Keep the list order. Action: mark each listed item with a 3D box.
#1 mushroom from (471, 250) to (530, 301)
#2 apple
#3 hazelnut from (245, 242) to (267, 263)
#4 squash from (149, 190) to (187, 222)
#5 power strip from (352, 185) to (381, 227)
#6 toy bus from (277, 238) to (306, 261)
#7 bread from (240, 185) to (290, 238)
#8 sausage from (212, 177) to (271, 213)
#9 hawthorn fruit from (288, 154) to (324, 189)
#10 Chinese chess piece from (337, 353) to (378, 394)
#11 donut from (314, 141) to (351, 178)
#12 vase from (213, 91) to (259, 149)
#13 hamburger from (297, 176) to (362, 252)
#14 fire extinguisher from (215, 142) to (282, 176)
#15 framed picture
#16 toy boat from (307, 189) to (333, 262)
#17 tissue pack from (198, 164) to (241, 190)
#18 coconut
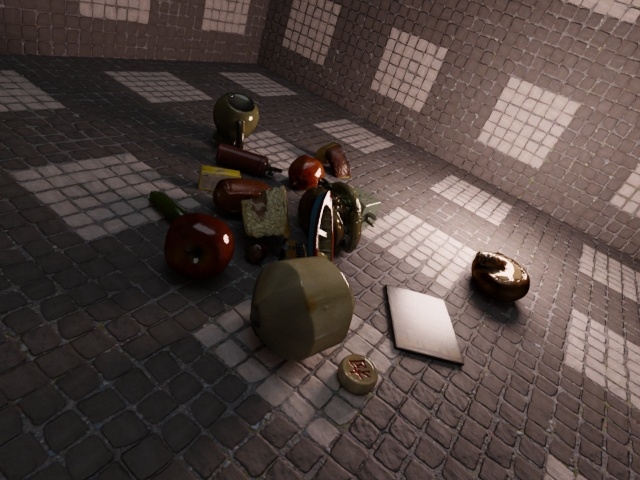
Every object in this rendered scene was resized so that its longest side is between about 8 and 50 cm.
[{"bbox_3d":[0.807,0.160,1.891,0.279,0.163,0.297,30,32,-2],"label":"mushroom"},{"bbox_3d":[-0.397,0.017,1.373,0.230,0.229,0.229,15,32,-10],"label":"apple"},{"bbox_3d":[-0.238,0.044,1.544,0.087,0.086,0.086,15,32,-10],"label":"hazelnut"},{"bbox_3d":[-0.588,-0.126,1.604,0.258,0.069,0.069,35,35,22],"label":"squash"},{"bbox_3d":[0.199,-0.148,2.020,0.140,0.139,0.224,-16,47,-45],"label":"power strip"},{"bbox_3d":[-0.103,0.077,1.553,0.104,0.091,0.182,10,34,-14],"label":"toy bus"},{"bbox_3d":[-0.219,-0.069,1.655,0.184,0.211,0.223,-6,65,-13],"label":"bread"},{"bbox_3d":[-0.322,-0.186,1.764,0.268,0.153,0.141,1,29,-30],"label":"sausage"},{"bbox_3d":[-0.083,-0.335,2.120,0.179,0.179,0.200,27,45,10],"label":"hawthorn fruit"},{"bbox_3d":[0.111,0.395,1.231,0.122,0.051,0.122,15,32,-10],"label":"Chinese chess piece"},{"bbox_3d":[0.072,-0.489,2.466,0.113,0.151,0.295,-20,50,-33],"label":"donut"},{"bbox_3d":[-0.462,-0.596,2.232,0.241,0.302,0.329,3,54,-27],"label":"vase"},{"bbox_3d":[0.044,-0.110,1.764,0.196,0.276,0.318,-11,48,-28],"label":"hamburger"},{"bbox_3d":[-0.358,-0.402,2.133,0.338,0.106,0.147,17,10,-8],"label":"fire extinguisher"},{"bbox_3d":[0.378,0.305,1.556,0.265,0.016,0.347,16,31,-7],"label":"framed picture"},{"bbox_3d":[0.000,0.000,1.546,0.136,0.080,0.391,29,57,-57],"label":"toy boat"},{"bbox_3d":[-0.458,-0.275,1.877,0.176,0.095,0.062,6,35,-22],"label":"tissue pack"},{"bbox_3d":[-0.062,0.195,1.221,0.324,0.322,0.322,15,32,-10],"label":"coconut"}]
